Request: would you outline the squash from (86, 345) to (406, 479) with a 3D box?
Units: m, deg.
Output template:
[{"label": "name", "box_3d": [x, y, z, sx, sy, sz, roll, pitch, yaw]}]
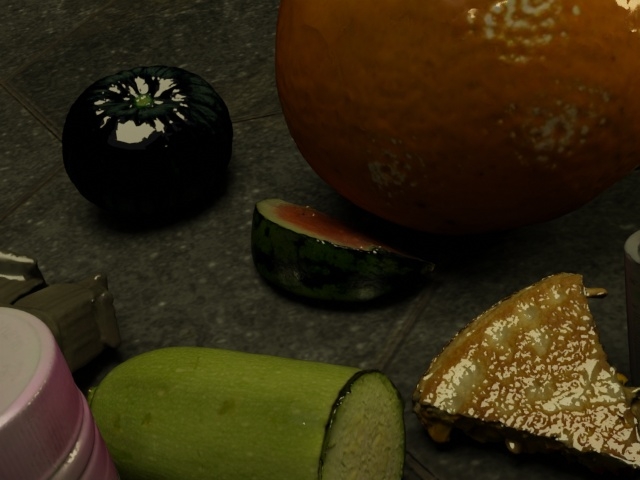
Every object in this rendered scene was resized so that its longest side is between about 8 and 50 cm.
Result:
[{"label": "squash", "box_3d": [-0.071, 0.147, 0.837, 0.247, 0.132, 0.132, 5, 38, 29]}]

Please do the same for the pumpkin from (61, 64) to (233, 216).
[{"label": "pumpkin", "box_3d": [-0.198, -0.113, 1.256, 0.202, 0.140, 0.202, 1, 45, -1]}]

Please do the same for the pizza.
[{"label": "pizza", "box_3d": [0.184, 0.123, 0.844, 0.188, 0.062, 0.199, -35, 43, -9]}]

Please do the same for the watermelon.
[{"label": "watermelon", "box_3d": [0.001, 0.005, 1.090, 0.119, 0.063, 0.245, -14, 23, -36]}]

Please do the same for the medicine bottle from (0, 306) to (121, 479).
[{"label": "medicine bottle", "box_3d": [-0.202, 0.184, 0.713, 0.152, 0.253, 0.152, -10, 34, 7]}]

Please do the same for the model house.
[{"label": "model house", "box_3d": [-0.302, 0.079, 1.034, 0.229, 0.122, 0.188, 11, 26, 11]}]

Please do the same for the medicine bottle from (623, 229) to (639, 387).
[{"label": "medicine bottle", "box_3d": [0.257, 0.032, 0.821, 0.058, 0.199, 0.057, -10, 34, 7]}]

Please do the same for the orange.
[{"label": "orange", "box_3d": [0.149, -0.210, 1.061, 0.424, 0.326, 0.423, -19, 45, 20]}]
